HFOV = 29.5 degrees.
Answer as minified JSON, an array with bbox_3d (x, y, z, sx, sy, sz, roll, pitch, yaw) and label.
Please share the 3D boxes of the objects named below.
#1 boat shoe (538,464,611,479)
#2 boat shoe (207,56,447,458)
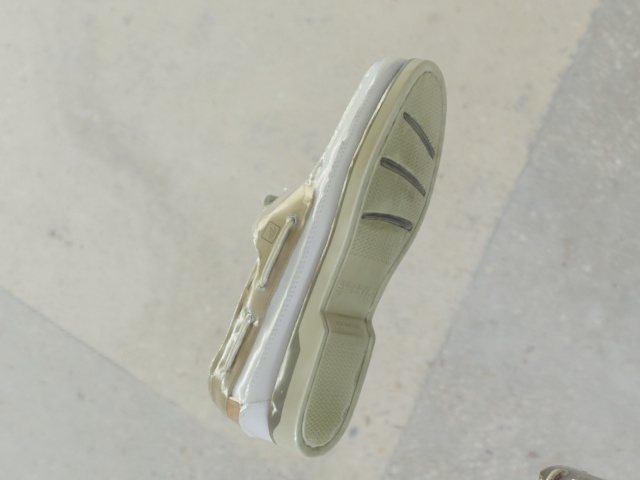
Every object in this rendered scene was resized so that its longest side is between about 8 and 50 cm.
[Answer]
[{"bbox_3d":[0.198,0.239,0.887,0.130,0.355,0.132,28,78,12],"label":"boat shoe"},{"bbox_3d":[0.000,0.000,0.892,0.103,0.113,0.302,17,81,32],"label":"boat shoe"}]
